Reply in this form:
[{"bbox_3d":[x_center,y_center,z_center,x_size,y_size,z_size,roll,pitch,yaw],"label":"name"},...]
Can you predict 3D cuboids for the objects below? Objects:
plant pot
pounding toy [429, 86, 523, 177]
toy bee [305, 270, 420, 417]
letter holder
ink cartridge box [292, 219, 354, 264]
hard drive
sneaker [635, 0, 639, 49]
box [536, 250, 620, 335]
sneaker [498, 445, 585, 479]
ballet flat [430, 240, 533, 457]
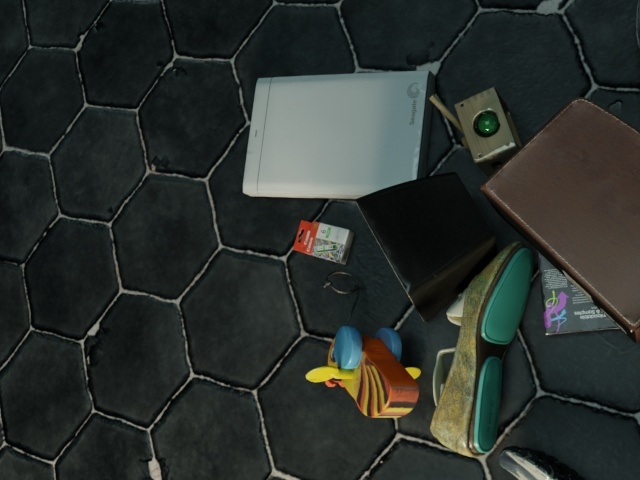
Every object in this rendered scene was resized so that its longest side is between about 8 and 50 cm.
[{"bbox_3d":[0.184,-0.004,1.303,0.167,0.188,0.187,-30,68,5],"label":"plant pot"},{"bbox_3d":[0.263,-0.182,1.315,0.100,0.141,0.130,-23,71,20],"label":"pounding toy"},{"bbox_3d":[0.073,0.209,1.339,0.195,0.298,0.162,16,118,-6],"label":"toy bee"},{"bbox_3d":[0.427,-0.037,1.175,0.214,0.152,0.302,-45,65,7],"label":"letter holder"},{"bbox_3d":[0.000,0.000,1.467,0.115,0.029,0.063,15,87,27],"label":"ink cartridge box"},{"bbox_3d":[0.028,-0.194,1.483,0.353,0.047,0.233,3,81,25],"label":"hard drive"},{"bbox_3d":[0.545,-0.284,1.216,0.105,0.115,0.281,-10,76,24],"label":"sneaker"},{"bbox_3d":[0.407,0.066,1.261,0.116,0.029,0.162,-8,75,23],"label":"box"},{"bbox_3d":[0.365,0.420,1.167,0.283,0.110,0.122,38,100,27],"label":"sneaker"},{"bbox_3d":[0.246,0.165,1.277,0.123,0.123,0.349,10,84,27],"label":"ballet flat"}]
